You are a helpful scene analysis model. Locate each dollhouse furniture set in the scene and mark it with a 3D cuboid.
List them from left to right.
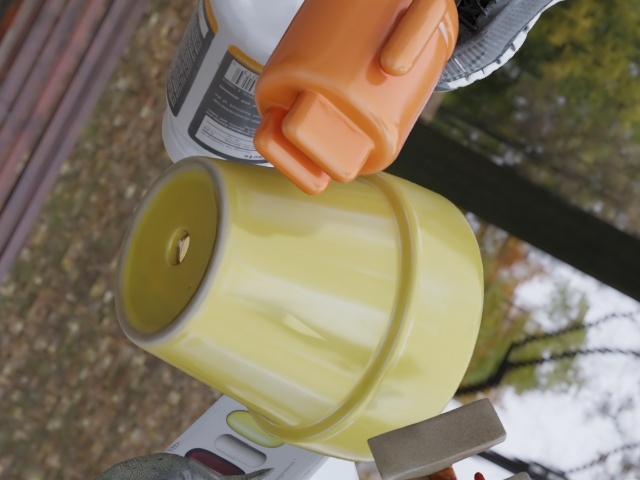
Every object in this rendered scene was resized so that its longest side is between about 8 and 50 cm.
[{"bbox_3d":[0.154,0.270,1.085,0.259,0.135,0.262,-113,-177,-52],"label":"dollhouse furniture set"}]

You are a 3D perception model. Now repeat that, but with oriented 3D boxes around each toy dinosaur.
[{"bbox_3d":[-0.176,0.265,1.444,0.313,0.160,0.121,-21,-157,-14],"label":"toy dinosaur"}]

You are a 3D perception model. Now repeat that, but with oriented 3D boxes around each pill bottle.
[{"bbox_3d":[-0.064,-0.171,1.577,0.162,0.162,0.278,-65,-174,-32],"label":"pill bottle"}]

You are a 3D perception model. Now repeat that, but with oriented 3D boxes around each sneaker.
[{"bbox_3d":[0.158,-0.218,1.323,0.234,0.078,0.106,-35,147,-1],"label":"sneaker"}]

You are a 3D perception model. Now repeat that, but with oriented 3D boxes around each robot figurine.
[{"bbox_3d":[0.029,-0.141,1.248,0.219,0.128,0.158,-61,164,-28],"label":"robot figurine"}]

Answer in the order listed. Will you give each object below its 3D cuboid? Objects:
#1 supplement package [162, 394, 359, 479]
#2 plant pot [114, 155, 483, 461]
[{"bbox_3d":[-0.086,0.329,2.050,0.194,0.203,0.149,-43,137,-30],"label":"supplement package"},{"bbox_3d":[-0.031,0.040,1.341,0.254,0.239,0.254,-30,-131,43],"label":"plant pot"}]
